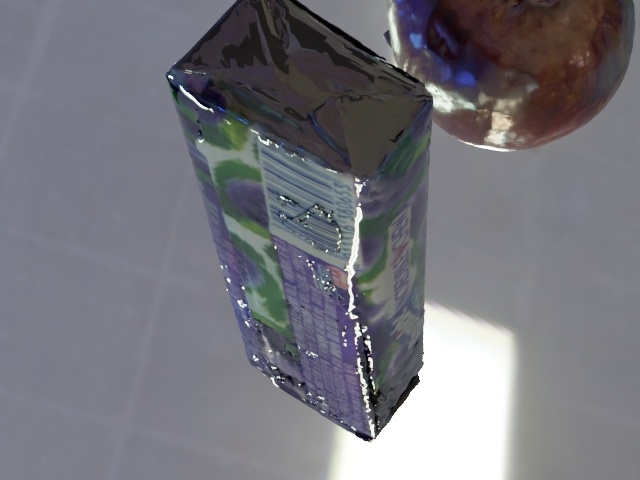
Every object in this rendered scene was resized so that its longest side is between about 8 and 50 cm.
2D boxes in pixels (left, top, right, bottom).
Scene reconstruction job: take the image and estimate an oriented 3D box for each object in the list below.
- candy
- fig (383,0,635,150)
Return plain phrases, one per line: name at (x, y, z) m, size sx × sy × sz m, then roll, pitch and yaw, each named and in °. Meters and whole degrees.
candy at (0.000, 0.000, 0.795) m, size 0.088 × 0.312 × 0.061 m, roll 31°, pitch -108°, yaw 14°
fig at (0.121, -0.133, 1.299) m, size 0.175 × 0.207 × 0.175 m, roll 4°, pitch -116°, yaw -9°
